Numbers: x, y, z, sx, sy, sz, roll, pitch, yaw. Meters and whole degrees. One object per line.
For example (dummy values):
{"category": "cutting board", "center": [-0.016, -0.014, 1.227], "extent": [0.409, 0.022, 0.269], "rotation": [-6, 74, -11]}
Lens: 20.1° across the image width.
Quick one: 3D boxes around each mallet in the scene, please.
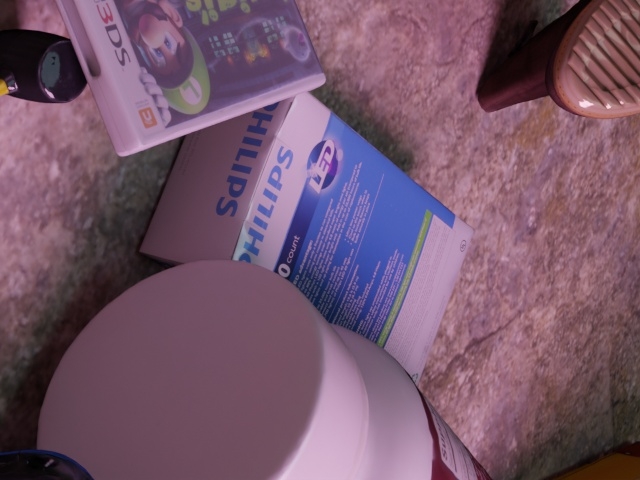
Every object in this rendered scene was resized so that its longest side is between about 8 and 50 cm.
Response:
{"category": "mallet", "center": [-0.214, -0.062, 0.963], "extent": [0.189, 0.062, 0.039], "rotation": [-32, 121, -26]}

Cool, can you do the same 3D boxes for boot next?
{"category": "boot", "center": [0.191, -0.128, 1.346], "extent": [0.248, 0.207, 0.090], "rotation": [-39, 98, -41]}

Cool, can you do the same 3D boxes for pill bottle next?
{"category": "pill bottle", "center": [-0.001, 0.190, 1.169], "extent": [0.224, 0.224, 0.392], "rotation": [-62, 142, -19]}

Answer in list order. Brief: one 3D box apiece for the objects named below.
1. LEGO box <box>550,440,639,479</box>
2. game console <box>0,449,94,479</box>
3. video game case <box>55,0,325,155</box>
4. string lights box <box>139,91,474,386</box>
{"category": "LEGO box", "center": [0.388, 0.355, 1.521], "extent": [0.372, 0.500, 0.193], "rotation": [-11, 110, -51]}
{"category": "game console", "center": [-0.202, 0.271, 0.980], "extent": [0.293, 0.250, 0.173], "rotation": [63, 25, -43]}
{"category": "video game case", "center": [-0.083, -0.151, 1.039], "extent": [0.190, 0.022, 0.173], "rotation": [-26, 95, -54]}
{"category": "string lights box", "center": [0.000, 0.000, 1.233], "extent": [0.259, 0.076, 0.133], "rotation": [36, 72, -53]}
